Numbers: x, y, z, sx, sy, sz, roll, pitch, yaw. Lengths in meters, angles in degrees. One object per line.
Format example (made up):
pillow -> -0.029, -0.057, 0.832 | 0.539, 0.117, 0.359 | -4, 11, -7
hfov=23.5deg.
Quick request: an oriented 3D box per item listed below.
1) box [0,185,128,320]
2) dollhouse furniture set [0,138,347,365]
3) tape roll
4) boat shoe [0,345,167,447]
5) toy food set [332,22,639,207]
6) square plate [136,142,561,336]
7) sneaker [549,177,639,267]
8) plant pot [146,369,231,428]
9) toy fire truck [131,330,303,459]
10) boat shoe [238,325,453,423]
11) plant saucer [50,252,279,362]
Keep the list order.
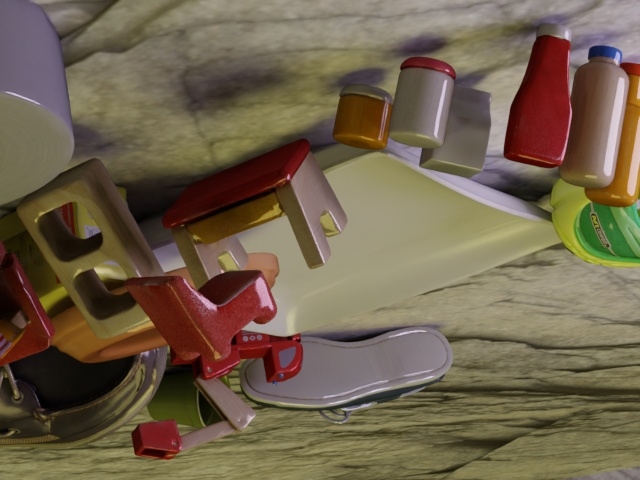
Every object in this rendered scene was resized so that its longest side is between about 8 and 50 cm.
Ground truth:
box -> -0.248, 0.030, 1.258 | 0.232, 0.087, 0.058 | -23, 157, 38
dollhouse furniture set -> -0.192, 0.027, 1.045 | 0.374, 0.152, 0.201 | -22, -161, 22
tape roll -> -0.264, -0.081, 0.942 | 0.219, 0.072, 0.219 | -9, 163, -3
boat shoe -> -0.308, 0.142, 1.492 | 0.355, 0.132, 0.130 | -21, 159, 28
toy food set -> 0.133, -0.101, 1.088 | 0.232, 0.104, 0.111 | 12, 172, -7
square plate -> 0.000, 0.000, 1.347 | 0.344, 0.049, 0.347 | -21, 158, 31
sneaker -> 0.348, -0.022, 1.353 | 0.295, 0.109, 0.123 | 0, 163, -26
plant pot -> -0.157, 0.184, 1.790 | 0.079, 0.083, 0.083 | -4, 165, 25
toy fire truck -> -0.106, 0.156, 1.619 | 0.192, 0.135, 0.047 | -3, 161, -18
boat shoe -> 0.025, 0.154, 1.756 | 0.254, 0.095, 0.079 | -12, 152, -22
plant saucer -> -0.126, 0.059, 1.258 | 0.200, 0.037, 0.200 | -17, 171, -3
